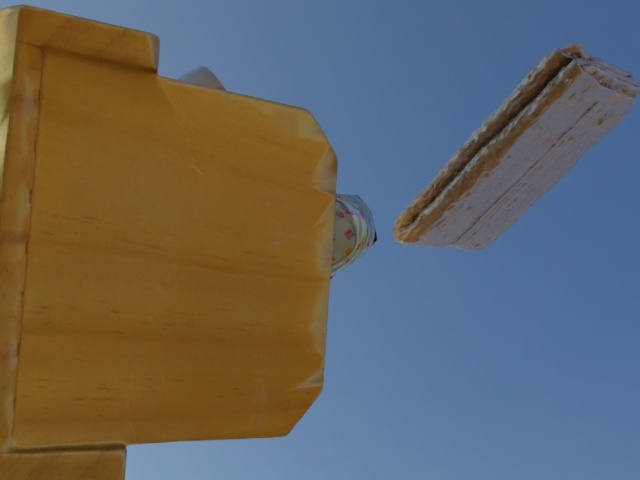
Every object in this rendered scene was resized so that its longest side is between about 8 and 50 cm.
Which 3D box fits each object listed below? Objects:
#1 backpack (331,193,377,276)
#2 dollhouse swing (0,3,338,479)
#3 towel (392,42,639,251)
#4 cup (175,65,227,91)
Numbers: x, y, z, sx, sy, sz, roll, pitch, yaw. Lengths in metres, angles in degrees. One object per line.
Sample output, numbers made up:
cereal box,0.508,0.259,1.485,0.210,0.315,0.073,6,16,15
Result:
backpack,0.000,0.000,1.419,0.182,0.115,0.152,-26,-90,18
dollhouse swing,-0.202,0.015,0.784,0.315,0.305,0.347,1,-94,37
towel,0.214,-0.091,0.976,0.187,0.049,0.282,5,-45,-51
cup,-0.195,-0.023,1.120,0.237,0.331,0.331,-24,-57,-12
